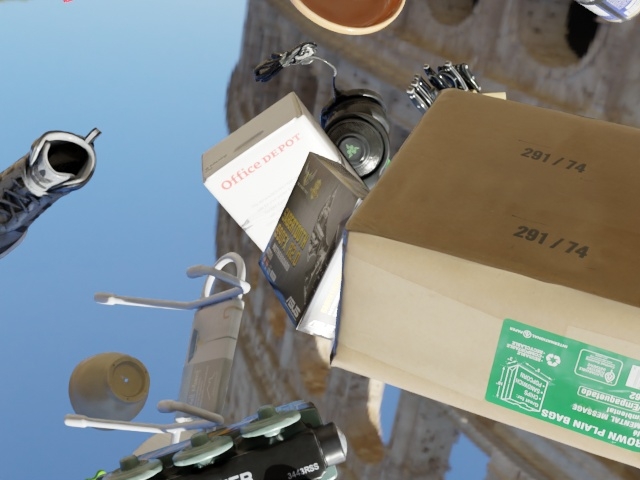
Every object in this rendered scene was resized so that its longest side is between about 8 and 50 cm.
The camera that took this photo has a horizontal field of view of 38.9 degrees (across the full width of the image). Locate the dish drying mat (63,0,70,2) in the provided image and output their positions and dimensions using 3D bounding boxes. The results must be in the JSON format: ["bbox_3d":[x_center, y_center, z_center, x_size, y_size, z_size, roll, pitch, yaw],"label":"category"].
[{"bbox_3d":[-0.375,-0.388,1.310,0.032,0.083,0.008,-29,-167,-32],"label":"dish drying mat"}]

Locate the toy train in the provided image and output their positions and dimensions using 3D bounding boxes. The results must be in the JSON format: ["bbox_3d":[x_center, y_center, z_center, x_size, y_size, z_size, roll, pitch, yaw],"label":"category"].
[{"bbox_3d":[-0.130,0.299,1.141,0.334,0.142,0.190,-19,178,-5],"label":"toy train"}]

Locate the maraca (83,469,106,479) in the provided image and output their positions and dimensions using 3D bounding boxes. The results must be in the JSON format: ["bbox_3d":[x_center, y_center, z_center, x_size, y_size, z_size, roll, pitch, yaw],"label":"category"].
[{"bbox_3d":[-0.435,0.543,1.921,0.186,0.127,0.099,26,178,-43],"label":"maraca"}]

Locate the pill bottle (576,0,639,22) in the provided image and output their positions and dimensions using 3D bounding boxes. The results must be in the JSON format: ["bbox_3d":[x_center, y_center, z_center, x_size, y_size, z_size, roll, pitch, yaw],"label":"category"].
[{"bbox_3d":[0.560,-0.519,1.798,0.123,0.122,0.219,30,-166,39],"label":"pill bottle"}]

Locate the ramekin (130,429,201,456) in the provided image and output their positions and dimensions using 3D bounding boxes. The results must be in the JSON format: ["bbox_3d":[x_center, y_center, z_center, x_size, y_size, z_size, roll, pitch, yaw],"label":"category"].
[{"bbox_3d":[-0.262,0.480,1.674,0.135,0.277,0.277,23,-155,33],"label":"ramekin"}]

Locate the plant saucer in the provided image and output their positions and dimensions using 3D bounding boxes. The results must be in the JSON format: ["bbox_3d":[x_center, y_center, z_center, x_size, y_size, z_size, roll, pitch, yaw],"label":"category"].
[{"bbox_3d":[0.029,-0.386,1.342,0.200,0.037,0.199,7,-114,-17],"label":"plant saucer"}]

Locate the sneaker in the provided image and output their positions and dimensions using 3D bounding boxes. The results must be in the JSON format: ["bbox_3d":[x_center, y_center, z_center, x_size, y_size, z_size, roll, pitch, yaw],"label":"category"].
[{"bbox_3d":[-0.413,-0.069,1.258,0.268,0.101,0.153,-47,-167,-26],"label":"sneaker"}]

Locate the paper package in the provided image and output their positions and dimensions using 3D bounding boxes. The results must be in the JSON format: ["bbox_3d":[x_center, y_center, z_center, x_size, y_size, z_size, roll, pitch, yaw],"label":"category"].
[{"bbox_3d":[0.209,0.018,0.835,0.325,0.168,0.309,16,-141,18],"label":"paper package"}]

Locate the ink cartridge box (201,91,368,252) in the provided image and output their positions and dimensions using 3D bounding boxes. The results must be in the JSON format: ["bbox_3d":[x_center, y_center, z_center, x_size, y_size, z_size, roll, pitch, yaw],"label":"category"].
[{"bbox_3d":[-0.042,-0.081,1.527,0.198,0.273,0.114,-33,-150,10],"label":"ink cartridge box"}]

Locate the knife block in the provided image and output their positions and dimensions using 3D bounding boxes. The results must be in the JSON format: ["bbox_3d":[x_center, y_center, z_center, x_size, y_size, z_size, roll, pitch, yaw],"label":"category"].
[{"bbox_3d":[0.292,-0.245,1.938,0.242,0.275,0.088,-12,-169,-38],"label":"knife block"}]

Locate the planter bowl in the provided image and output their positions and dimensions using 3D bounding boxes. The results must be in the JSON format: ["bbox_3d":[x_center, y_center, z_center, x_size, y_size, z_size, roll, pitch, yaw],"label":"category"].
[{"bbox_3d":[-0.414,0.295,1.838,0.162,0.162,0.109,-14,169,-45],"label":"planter bowl"}]

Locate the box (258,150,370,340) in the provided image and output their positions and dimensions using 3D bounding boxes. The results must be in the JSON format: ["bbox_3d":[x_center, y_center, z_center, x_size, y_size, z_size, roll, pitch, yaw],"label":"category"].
[{"bbox_3d":[0.000,0.000,1.191,0.056,0.183,0.231,20,-166,-22],"label":"box"}]

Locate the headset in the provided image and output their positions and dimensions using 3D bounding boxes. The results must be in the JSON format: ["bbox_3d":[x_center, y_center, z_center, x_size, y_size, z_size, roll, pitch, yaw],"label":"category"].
[{"bbox_3d":[0.039,-0.191,1.699,0.185,0.394,0.243,-22,-153,13],"label":"headset"}]

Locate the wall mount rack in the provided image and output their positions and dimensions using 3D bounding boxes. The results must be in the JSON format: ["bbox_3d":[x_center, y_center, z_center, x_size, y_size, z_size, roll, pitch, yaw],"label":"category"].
[{"bbox_3d":[-0.239,0.172,1.352,0.130,0.350,0.304,26,152,-33],"label":"wall mount rack"}]
